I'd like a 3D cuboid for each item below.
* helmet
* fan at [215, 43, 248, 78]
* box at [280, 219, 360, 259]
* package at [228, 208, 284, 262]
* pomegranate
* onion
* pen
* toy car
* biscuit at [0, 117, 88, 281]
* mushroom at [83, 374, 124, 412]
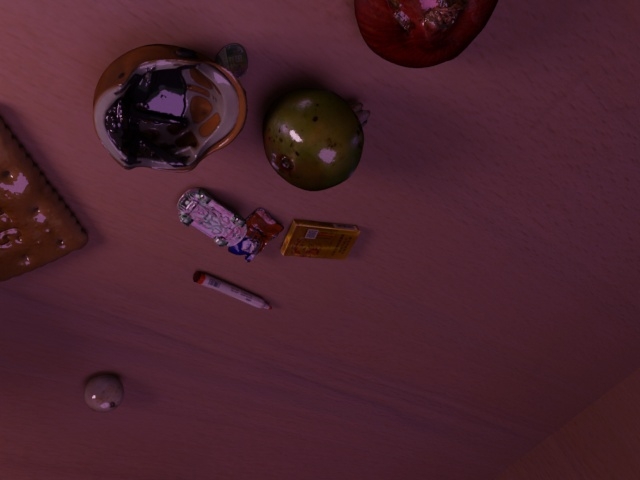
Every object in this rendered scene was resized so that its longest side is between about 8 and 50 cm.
[{"bbox_3d":[-0.236,-0.212,0.970,0.224,0.130,0.198,-14,140,-27],"label":"helmet"},{"bbox_3d":[-0.151,-0.290,1.027,0.080,0.003,0.060,6,127,-30],"label":"fan"},{"bbox_3d":[0.000,0.000,1.356,0.156,0.022,0.089,4,127,-27],"label":"box"},{"bbox_3d":[-0.130,-0.007,1.283,0.077,0.033,0.110,38,96,-19],"label":"package"},{"bbox_3d":[0.005,-0.185,1.098,0.210,0.180,0.180,-38,143,-30],"label":"pomegranate"},{"bbox_3d":[0.174,-0.377,0.999,0.248,0.161,0.248,-23,157,-10],"label":"onion"},{"bbox_3d":[-0.182,0.112,1.375,0.026,0.026,0.218,-44,134,18],"label":"pen"},{"bbox_3d":[-0.202,-0.044,1.198,0.142,0.055,0.069,36,102,-32],"label":"toy car"},{"bbox_3d":[-0.544,-0.059,1.034,0.217,0.044,0.325,-21,136,-4],"label":"biscuit"},{"bbox_3d":[-0.480,0.341,1.425,0.085,0.085,0.079,-9,162,-18],"label":"mushroom"}]
